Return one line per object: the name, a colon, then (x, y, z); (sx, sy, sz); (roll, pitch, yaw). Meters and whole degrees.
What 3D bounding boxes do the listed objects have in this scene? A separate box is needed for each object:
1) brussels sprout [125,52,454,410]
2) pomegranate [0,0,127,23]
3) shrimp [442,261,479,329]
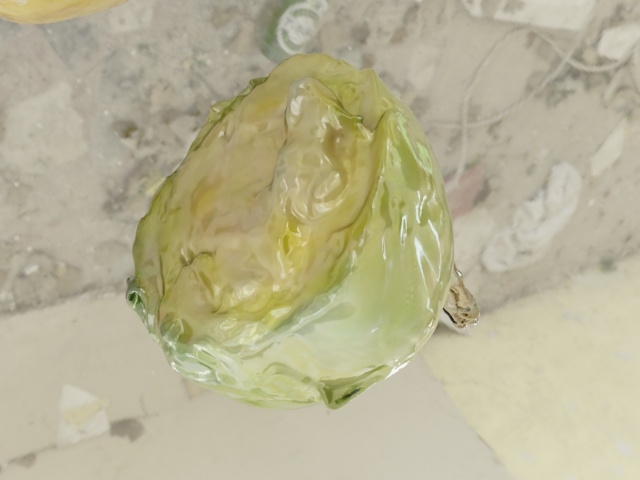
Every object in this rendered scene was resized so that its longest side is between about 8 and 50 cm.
brussels sprout: (0.001, 0.004, 0.442); (0.152, 0.149, 0.122); (-50, 137, 10)
pomegranate: (-0.305, -0.421, 1.132); (0.410, 0.410, 0.410); (-27, 142, -24)
shrimp: (0.063, -0.036, 0.827); (0.058, 0.253, 0.173); (-30, 179, 0)
